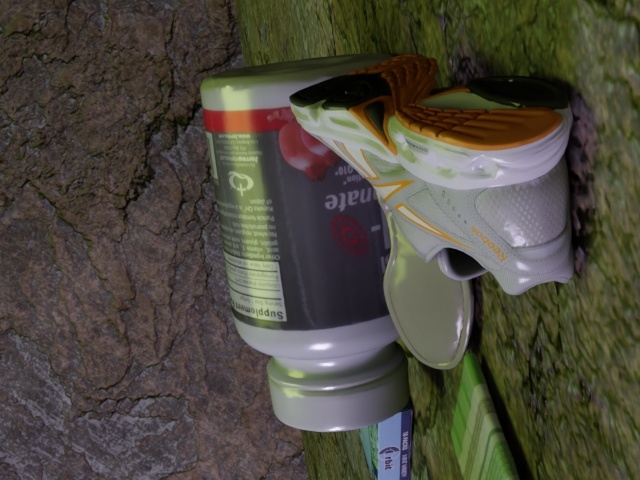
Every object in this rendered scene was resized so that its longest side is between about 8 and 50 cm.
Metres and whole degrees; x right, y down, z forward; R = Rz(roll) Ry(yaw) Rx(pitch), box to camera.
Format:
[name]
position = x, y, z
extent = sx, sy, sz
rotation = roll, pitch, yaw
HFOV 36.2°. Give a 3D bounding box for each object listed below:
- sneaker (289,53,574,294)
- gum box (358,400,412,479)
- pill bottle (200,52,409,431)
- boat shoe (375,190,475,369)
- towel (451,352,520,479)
[sneaker]
position = 0.060, -0.040, 0.601
extent = 0.262, 0.099, 0.121
rotation = -141, 32, -63
[gum box]
position = 0.063, 0.179, 1.144
extent = 0.184, 0.041, 0.157
rotation = -108, 12, -47
[pill bottle]
position = 0.000, 0.000, 0.882
extent = 0.176, 0.176, 0.318
rotation = -126, 28, -74
[boat shoe]
position = 0.088, -0.003, 0.748
extent = 0.065, 0.075, 0.206
rotation = -34, -63, -50
[towel]
position = 0.130, 0.174, 0.726
extent = 0.113, 0.023, 0.152
rotation = 92, 169, -47
